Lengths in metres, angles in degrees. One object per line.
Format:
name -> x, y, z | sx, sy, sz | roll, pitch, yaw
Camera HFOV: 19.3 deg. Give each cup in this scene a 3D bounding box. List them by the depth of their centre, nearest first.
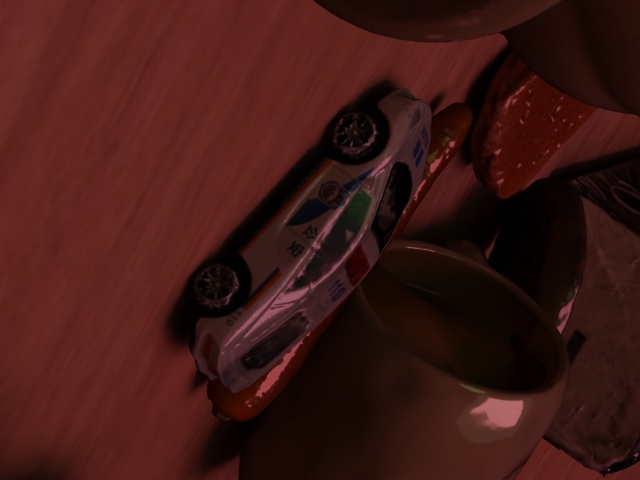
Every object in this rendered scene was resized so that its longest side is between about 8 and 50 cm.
cup -> 0.042, 0.102, 1.272 | 0.173, 0.255, 0.202 | 14, 121, -23

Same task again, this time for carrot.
carrot -> 0.013, 0.011, 1.152 | 0.248, 0.043, 0.043 | -52, 162, -7

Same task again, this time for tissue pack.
tissue pack -> 0.292, 0.054, 1.633 | 0.210, 0.198, 0.370 | -57, 161, 23

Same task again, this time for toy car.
toy car -> 0.000, 0.000, 1.076 | 0.205, 0.056, 0.095 | -47, 160, -10

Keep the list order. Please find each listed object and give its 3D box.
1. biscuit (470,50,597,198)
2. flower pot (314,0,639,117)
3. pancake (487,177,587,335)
biscuit -> 0.163, -0.131, 1.242 | 0.192, 0.036, 0.186 | -47, 159, -11
flower pot -> 0.116, -0.181, 0.669 | 0.244, 0.307, 0.307 | -11, 138, -42
pancake -> 0.132, 0.063, 1.398 | 0.222, 0.042, 0.236 | -77, -165, -45
